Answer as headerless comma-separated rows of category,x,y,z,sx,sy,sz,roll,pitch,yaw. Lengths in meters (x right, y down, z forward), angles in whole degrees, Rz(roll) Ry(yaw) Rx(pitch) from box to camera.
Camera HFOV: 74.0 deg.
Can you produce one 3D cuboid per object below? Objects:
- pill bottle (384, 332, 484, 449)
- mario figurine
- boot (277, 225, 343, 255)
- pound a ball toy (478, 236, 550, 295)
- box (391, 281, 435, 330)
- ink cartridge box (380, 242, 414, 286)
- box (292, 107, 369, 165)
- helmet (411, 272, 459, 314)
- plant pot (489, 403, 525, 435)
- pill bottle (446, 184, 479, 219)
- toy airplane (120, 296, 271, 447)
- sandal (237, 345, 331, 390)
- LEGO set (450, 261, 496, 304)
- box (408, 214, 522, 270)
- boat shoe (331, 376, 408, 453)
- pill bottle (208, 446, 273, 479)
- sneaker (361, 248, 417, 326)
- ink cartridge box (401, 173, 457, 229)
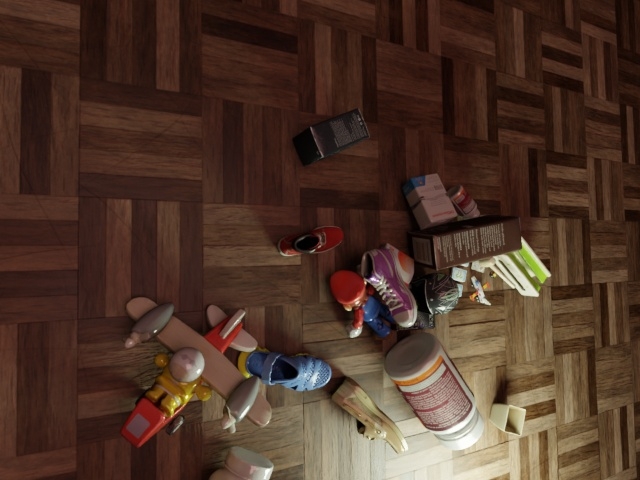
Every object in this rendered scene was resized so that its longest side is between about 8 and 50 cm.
pill bottle,0.424,0.555,1.561,0.224,0.224,0.392,-40,104,-23
mario figurine,0.138,0.215,1.513,0.320,0.170,0.198,46,31,-28
boot,0.000,0.000,1.399,0.244,0.176,0.089,-14,92,-28
pound a ball toy,0.817,0.119,1.837,0.319,0.135,0.208,45,73,-16
box,0.358,0.252,1.643,0.190,0.045,0.184,4,87,-27
ink cartridge box,0.282,0.115,1.570,0.145,0.045,0.180,30,44,-22
box,0.034,-0.349,1.446,0.207,0.153,0.108,-28,100,-26
helmet,0.429,0.196,1.568,0.169,0.161,0.170,3,84,-28
plant pot,0.789,0.752,1.809,0.108,0.096,0.109,23,77,-24
pill bottle,0.589,-0.151,1.758,0.152,0.086,0.086,45,69,-19
toy airplane,-0.334,0.331,1.154,0.385,0.272,0.385,-2,68,-14
sandal,-0.098,0.418,1.350,0.317,0.138,0.126,14,79,-28
LEGO set,0.655,0.163,1.795,0.244,0.060,0.183,16,84,-26
box,0.553,0.001,1.632,0.380,0.191,0.143,-10,98,-17
boat shoe,0.171,0.636,1.494,0.110,0.121,0.341,-43,96,-18
pill bottle,-0.265,0.789,1.216,0.187,0.187,0.334,29,75,-23
sneaker,0.214,0.163,1.425,0.161,0.102,0.282,0,63,-48
ink cartridge box,0.421,-0.152,1.643,0.139,0.082,0.191,-13,75,-27
